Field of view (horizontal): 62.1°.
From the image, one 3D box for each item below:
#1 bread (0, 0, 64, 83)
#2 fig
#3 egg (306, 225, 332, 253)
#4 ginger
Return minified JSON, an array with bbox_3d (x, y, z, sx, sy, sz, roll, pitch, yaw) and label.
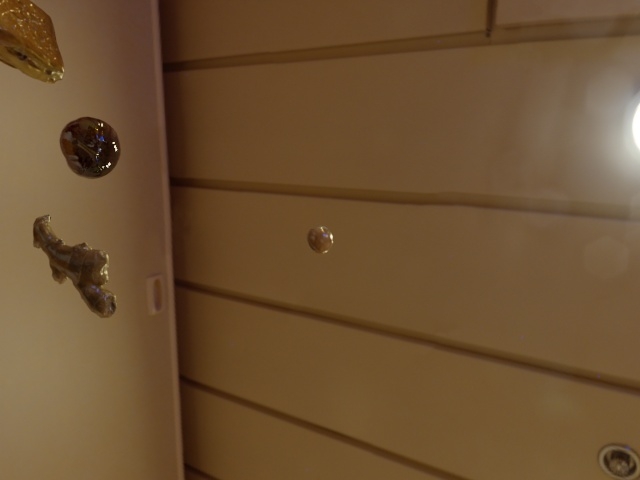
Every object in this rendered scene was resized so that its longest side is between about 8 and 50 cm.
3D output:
[{"bbox_3d":[-0.733,-0.499,1.266,0.099,0.235,0.211,-25,-106,11],"label":"bread"},{"bbox_3d":[-0.734,-0.290,1.729,0.249,0.186,0.204,32,-57,47],"label":"fig"},{"bbox_3d":[0.000,0.000,1.464,0.071,0.071,0.083,-45,-132,32],"label":"egg"},{"bbox_3d":[-0.634,0.055,1.366,0.333,0.081,0.148,36,-66,12],"label":"ginger"}]
